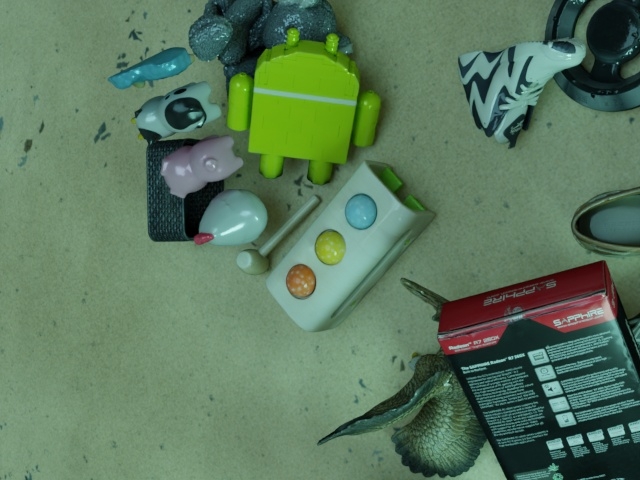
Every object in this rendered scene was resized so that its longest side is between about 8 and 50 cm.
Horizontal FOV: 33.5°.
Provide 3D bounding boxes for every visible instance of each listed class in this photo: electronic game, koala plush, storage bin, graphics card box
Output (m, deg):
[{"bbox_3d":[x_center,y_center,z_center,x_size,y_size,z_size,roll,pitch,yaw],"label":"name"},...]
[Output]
[{"bbox_3d":[0.430,-0.300,1.538,0.229,0.048,0.229,-1,88,38],"label":"electronic game"},{"bbox_3d":[-0.069,-0.349,1.763,0.221,0.196,0.203,-13,42,26],"label":"koala plush"},{"bbox_3d":[-0.241,-0.088,1.899,0.084,0.122,0.180,-2,89,31],"label":"storage bin"},{"bbox_3d":[0.334,0.218,1.450,0.233,0.094,0.371,-18,116,21],"label":"graphics card box"}]

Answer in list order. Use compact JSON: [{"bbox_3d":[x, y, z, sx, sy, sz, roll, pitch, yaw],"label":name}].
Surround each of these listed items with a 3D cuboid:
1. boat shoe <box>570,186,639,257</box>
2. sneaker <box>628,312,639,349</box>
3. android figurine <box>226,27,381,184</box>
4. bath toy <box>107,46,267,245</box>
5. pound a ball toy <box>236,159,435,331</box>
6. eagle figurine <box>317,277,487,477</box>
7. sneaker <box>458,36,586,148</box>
[{"bbox_3d":[0.499,-0.030,1.459,0.324,0.116,0.123,-12,84,30],"label":"boat shoe"},{"bbox_3d":[0.450,0.157,1.521,0.215,0.084,0.083,-49,53,18],"label":"sneaker"},{"bbox_3d":[-0.028,-0.216,1.723,0.248,0.056,0.273,6,128,-1],"label":"android figurine"},{"bbox_3d":[-0.217,-0.138,1.762,0.151,0.129,0.348,-4,115,61],"label":"bath toy"},{"bbox_3d":[0.000,0.000,1.749,0.319,0.136,0.208,-49,68,21],"label":"pound a ball toy"},{"bbox_3d":[0.164,0.237,1.630,0.226,0.225,0.298,28,94,14],"label":"eagle figurine"},{"bbox_3d":[0.301,-0.214,1.572,0.235,0.094,0.153,0,101,49],"label":"sneaker"}]
